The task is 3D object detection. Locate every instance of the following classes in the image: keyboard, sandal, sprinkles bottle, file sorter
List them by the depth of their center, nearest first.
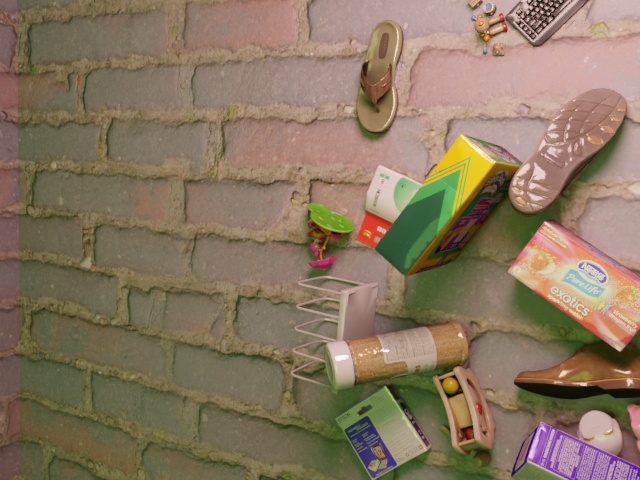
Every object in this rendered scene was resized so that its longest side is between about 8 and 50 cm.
[{"bbox_3d":[0.567,-0.642,1.461,0.317,0.033,0.202,-45,73,23],"label":"keyboard"},{"bbox_3d":[0.192,0.290,1.576,0.355,0.121,0.121,-9,90,-11],"label":"sprinkles bottle"},{"bbox_3d":[0.149,-0.443,1.670,0.120,0.086,0.303,9,98,28],"label":"sandal"},{"bbox_3d":[0.033,0.251,1.730,0.173,0.192,0.278,9,98,30],"label":"file sorter"}]

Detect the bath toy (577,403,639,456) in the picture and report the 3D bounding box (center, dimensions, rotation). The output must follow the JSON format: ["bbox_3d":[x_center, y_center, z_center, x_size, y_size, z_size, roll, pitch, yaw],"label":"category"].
[{"bbox_3d":[0.767,0.438,1.389,0.348,0.151,0.129,-20,119,29],"label":"bath toy"}]

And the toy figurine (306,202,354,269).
[{"bbox_3d":[0.000,0.000,1.784,0.173,0.130,0.159,43,124,42],"label":"toy figurine"}]

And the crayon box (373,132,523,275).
[{"bbox_3d":[0.319,-0.081,1.449,0.106,0.363,0.313,42,112,20],"label":"crayon box"}]

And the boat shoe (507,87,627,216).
[{"bbox_3d":[0.560,-0.203,1.439,0.132,0.130,0.355,44,89,16],"label":"boat shoe"}]

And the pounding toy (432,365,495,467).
[{"bbox_3d":[0.351,0.471,1.594,0.154,0.154,0.270,-27,81,27],"label":"pounding toy"}]

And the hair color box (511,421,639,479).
[{"bbox_3d":[0.627,0.552,1.401,0.338,0.185,0.110,24,64,17],"label":"hair color box"}]

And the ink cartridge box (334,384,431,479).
[{"bbox_3d":[0.174,0.542,1.757,0.206,0.045,0.208,-39,77,25],"label":"ink cartridge box"}]

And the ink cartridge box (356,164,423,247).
[{"bbox_3d":[0.200,-0.069,1.693,0.181,0.056,0.225,28,105,24],"label":"ink cartridge box"}]

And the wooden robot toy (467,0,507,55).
[{"bbox_3d":[0.410,-0.540,1.526,0.076,0.079,0.173,-21,85,29],"label":"wooden robot toy"}]

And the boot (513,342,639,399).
[{"bbox_3d":[0.620,0.315,1.487,0.305,0.112,0.115,-11,59,33],"label":"boot"}]

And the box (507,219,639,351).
[{"bbox_3d":[0.611,0.095,1.430,0.300,0.142,0.154,39,110,20],"label":"box"}]
